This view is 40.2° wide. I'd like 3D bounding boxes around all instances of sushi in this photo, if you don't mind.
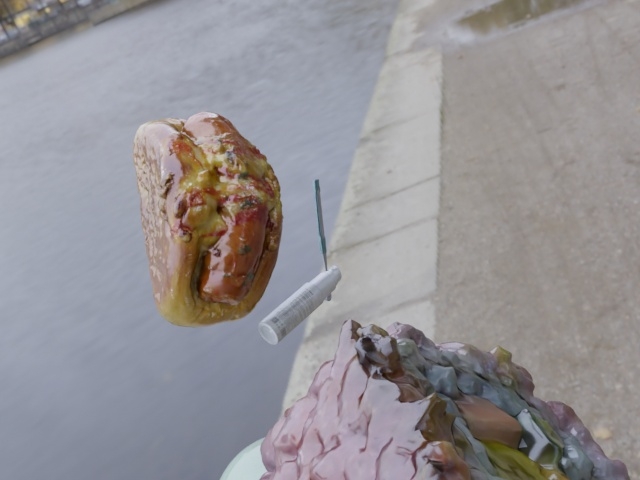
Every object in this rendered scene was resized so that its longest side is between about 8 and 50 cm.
[{"bbox_3d":[0.080,0.178,0.420,0.171,0.236,0.270,-53,30,14],"label":"sushi"}]

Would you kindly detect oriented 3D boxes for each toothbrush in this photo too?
[{"bbox_3d":[0.000,0.000,1.186,0.014,0.167,0.011,-3,4,39],"label":"toothbrush"}]

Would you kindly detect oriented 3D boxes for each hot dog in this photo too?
[{"bbox_3d":[-0.129,-0.038,0.996,0.150,0.256,0.153,-1,-19,-32],"label":"hot dog"}]

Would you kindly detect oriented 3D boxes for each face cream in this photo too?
[{"bbox_3d":[-0.021,0.075,1.065,0.034,0.034,0.130,0,33,50],"label":"face cream"}]

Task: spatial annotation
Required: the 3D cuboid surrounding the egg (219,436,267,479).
[{"bbox_3d":[-0.038,0.286,0.948,0.149,0.149,0.192,-44,-3,-43],"label":"egg"}]
